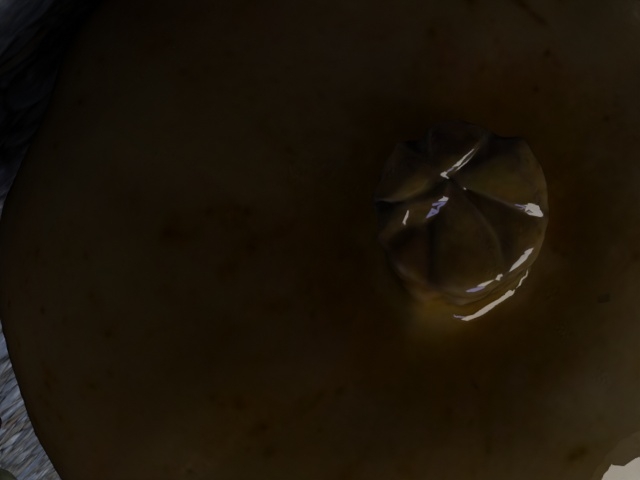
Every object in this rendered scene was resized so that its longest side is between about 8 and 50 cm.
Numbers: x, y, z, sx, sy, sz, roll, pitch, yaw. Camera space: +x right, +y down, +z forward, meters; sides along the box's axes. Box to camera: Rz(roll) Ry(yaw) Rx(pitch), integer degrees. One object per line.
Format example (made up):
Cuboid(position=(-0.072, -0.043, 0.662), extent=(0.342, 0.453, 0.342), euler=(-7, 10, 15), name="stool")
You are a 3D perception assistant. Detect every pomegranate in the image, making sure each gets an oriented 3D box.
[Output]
Cuboid(position=(0.037, 0.012, 0.962), extent=(0.411, 0.411, 0.411), euler=(-47, 174, -6), name="pomegranate")

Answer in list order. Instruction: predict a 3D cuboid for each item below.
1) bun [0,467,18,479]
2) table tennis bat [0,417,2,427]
Cuboid(position=(-0.293, 0.254, 1.710), extent=(0.115, 0.069, 0.115), euler=(-49, 175, -6), name="bun")
Cuboid(position=(-0.303, 0.197, 1.545), extent=(0.154, 0.019, 0.098), euler=(-50, 175, -9), name="table tennis bat")
